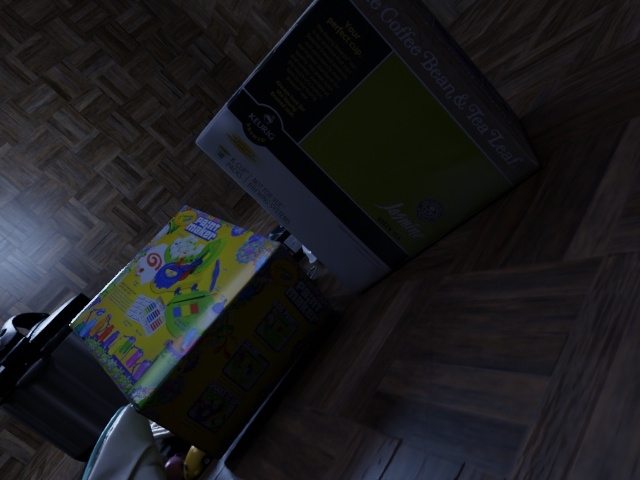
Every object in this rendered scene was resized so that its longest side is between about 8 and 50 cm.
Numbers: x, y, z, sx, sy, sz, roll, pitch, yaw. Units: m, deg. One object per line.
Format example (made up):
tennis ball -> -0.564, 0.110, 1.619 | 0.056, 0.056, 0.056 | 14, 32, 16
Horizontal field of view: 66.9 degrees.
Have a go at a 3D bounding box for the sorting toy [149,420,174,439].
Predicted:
sorting toy -> -0.274, 0.313, 0.914 | 0.208, 0.038, 0.193 | -25, 13, 24

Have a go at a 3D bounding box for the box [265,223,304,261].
box -> -0.101, 0.023, 1.228 | 0.180, 0.077, 0.147 | -46, 13, 3

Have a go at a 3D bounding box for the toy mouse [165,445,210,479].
toy mouse -> -0.207, 0.330, 0.769 | 0.161, 0.031, 0.143 | -50, 14, -11

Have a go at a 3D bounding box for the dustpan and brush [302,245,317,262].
dustpan and brush -> 0.000, 0.000, 1.059 | 0.147, 0.060, 0.211 | -51, 21, -24

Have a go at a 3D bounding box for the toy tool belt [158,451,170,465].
toy tool belt -> -0.272, 0.381, 0.779 | 0.052, 0.051, 0.083 | -38, 16, 33

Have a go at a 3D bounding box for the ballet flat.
ballet flat -> -0.266, 0.384, 0.621 | 0.139, 0.139, 0.400 | -41, 17, 21

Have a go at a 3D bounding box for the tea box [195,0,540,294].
tea box -> 0.068, -0.162, 0.704 | 0.323, 0.329, 0.220 | -38, 16, 30

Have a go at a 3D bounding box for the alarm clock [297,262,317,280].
alarm clock -> -0.061, 0.096, 0.926 | 0.192, 0.064, 0.129 | -38, 16, 45

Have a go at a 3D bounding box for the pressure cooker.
pressure cooker -> -0.698, 0.358, 1.361 | 0.370, 0.420, 0.375 | -38, 15, 36

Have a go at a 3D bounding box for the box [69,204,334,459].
box -> -0.191, 0.122, 0.771 | 0.290, 0.177, 0.279 | 21, 64, 46
